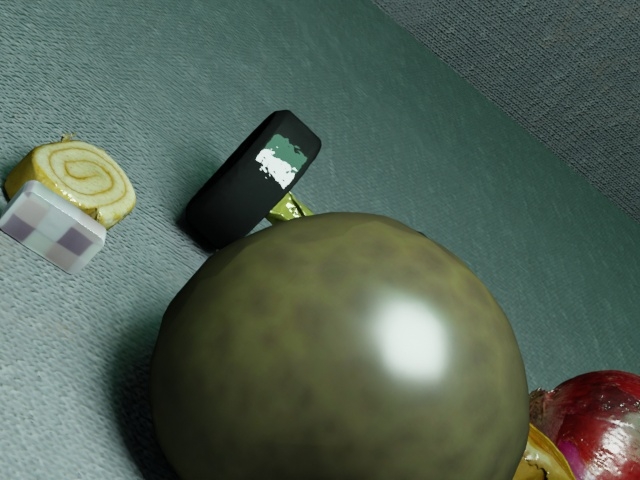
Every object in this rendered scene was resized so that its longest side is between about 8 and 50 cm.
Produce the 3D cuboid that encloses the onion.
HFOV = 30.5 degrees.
[{"bbox_3d":[0.384,0.310,1.643,0.276,0.276,0.276,37,26,-21],"label":"onion"}]

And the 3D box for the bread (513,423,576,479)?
[{"bbox_3d":[0.202,0.303,1.445,0.270,0.195,0.143,45,17,3],"label":"bread"}]

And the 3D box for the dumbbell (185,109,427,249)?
[{"bbox_3d":[0.000,0.000,1.561,0.322,0.204,0.203,43,24,-10],"label":"dumbbell"}]

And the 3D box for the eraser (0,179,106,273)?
[{"bbox_3d":[-0.289,-0.014,1.273,0.105,0.065,0.026,35,27,-23],"label":"eraser"}]

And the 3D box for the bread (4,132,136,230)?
[{"bbox_3d":[-0.279,-0.058,1.349,0.122,0.073,0.149,51,24,5],"label":"bread"}]

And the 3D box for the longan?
[{"bbox_3d":[0.028,0.151,1.230,0.405,0.336,0.404,7,72,-24],"label":"longan"}]
